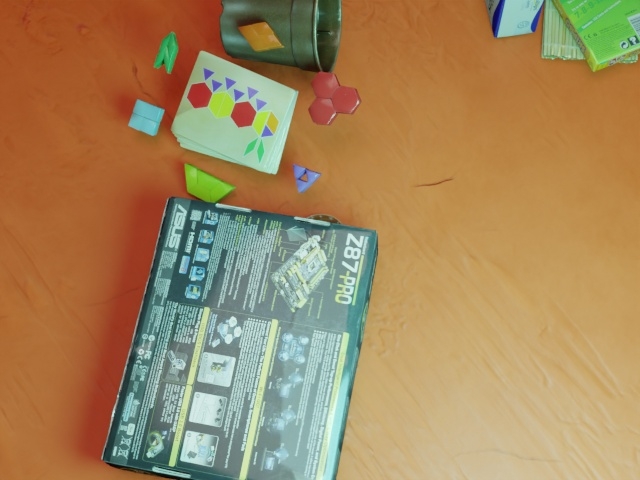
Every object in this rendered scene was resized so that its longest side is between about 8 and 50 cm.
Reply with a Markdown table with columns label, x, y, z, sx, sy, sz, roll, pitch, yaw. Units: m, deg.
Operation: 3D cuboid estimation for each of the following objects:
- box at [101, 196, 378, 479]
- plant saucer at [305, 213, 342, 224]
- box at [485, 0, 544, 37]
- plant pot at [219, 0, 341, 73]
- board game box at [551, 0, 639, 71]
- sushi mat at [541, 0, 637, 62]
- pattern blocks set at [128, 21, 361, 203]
| label | x | y | z | sx | sy | sz | roll | pitch | yaw |
| --- | --- | --- | --- | --- | --- | --- | --- | --- | --- |
| box | -0.104 | 0.152 | 1.419 | 0.318 | 0.097 | 0.395 | 8 | 72 | 8 |
| plant saucer | 0.000 | 0.000 | 1.521 | 0.083 | 0.013 | 0.084 | -1 | 68 | 3 |
| box | 0.306 | -0.419 | 1.604 | 0.072 | 0.126 | 0.137 | -10 | 68 | -1 |
| plant pot | -0.064 | -0.349 | 1.591 | 0.165 | 0.167 | 0.167 | 5 | 69 | 15 |
| board game box | 0.438 | -0.404 | 1.618 | 0.124 | 0.039 | 0.260 | -22 | 72 | -5 |
| sushi mat | 0.450 | -0.433 | 1.657 | 0.151 | 0.019 | 0.317 | 6 | 70 | 5 |
| pattern blocks set | -0.128 | -0.194 | 1.537 | 0.324 | 0.026 | 0.285 | 33 | 101 | 11 |
